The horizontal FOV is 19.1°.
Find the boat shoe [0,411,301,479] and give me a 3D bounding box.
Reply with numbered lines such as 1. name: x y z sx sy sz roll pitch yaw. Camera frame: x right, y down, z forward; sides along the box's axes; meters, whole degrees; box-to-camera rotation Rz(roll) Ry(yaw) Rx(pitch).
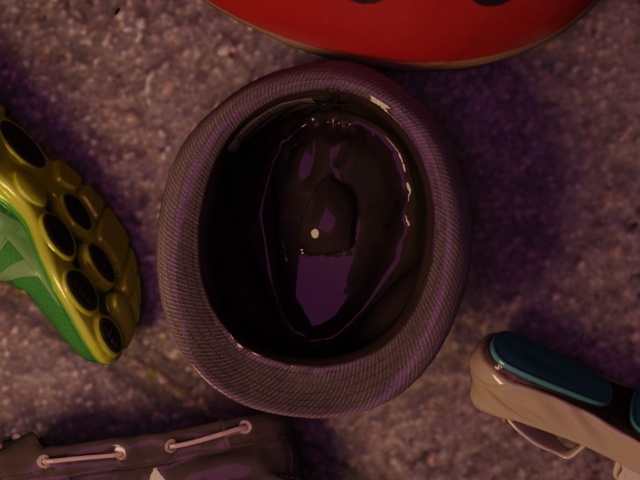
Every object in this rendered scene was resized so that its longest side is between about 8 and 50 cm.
1. boat shoe: -0.181 0.189 1.566 0.335 0.112 0.095 0 78 4

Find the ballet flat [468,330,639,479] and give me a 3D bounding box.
1. ballet flat: 0.230 0.149 1.510 0.248 0.086 0.086 25 99 8

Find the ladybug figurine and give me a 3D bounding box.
1. ladybug figurine: 0.030 -0.290 1.448 0.449 0.162 0.305 18 98 7

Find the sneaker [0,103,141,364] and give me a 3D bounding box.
1. sneaker: -0.262 -0.015 1.567 0.295 0.109 0.123 49 126 -1

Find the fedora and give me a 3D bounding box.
1. fedora: 0.000 0.000 1.500 0.244 0.124 0.275 1 87 7
